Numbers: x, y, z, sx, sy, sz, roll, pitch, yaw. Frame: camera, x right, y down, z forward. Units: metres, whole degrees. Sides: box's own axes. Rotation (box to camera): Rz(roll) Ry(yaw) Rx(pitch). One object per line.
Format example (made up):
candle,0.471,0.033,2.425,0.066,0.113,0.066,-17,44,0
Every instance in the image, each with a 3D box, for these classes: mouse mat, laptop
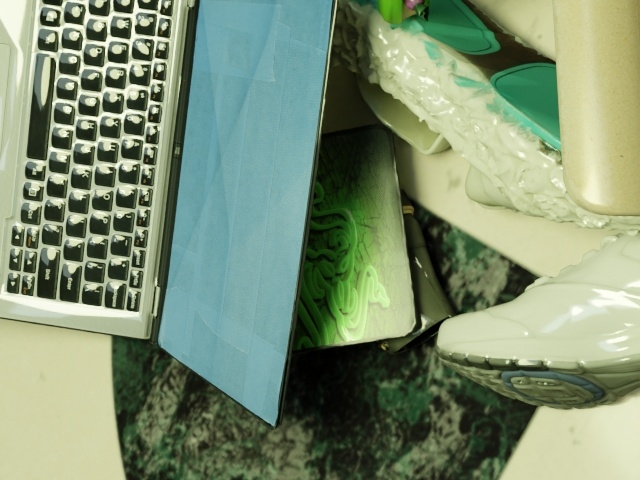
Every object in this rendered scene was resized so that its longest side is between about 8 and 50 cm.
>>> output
mouse mat,0.000,0.000,1.276,0.153,0.007,0.189,-10,79,14
laptop,-0.198,-0.077,1.291,0.408,0.236,0.381,9,100,3

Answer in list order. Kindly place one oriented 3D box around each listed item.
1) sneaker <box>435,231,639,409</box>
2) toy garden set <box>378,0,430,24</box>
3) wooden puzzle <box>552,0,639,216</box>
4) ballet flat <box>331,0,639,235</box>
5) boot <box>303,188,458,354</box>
sneaker,0.233,0.058,1.171,0.297,0.111,0.129,-9,63,25
toy garden set,0.162,-0.267,1.128,0.244,0.204,0.049,-26,65,-11
wooden puzzle,0.323,-0.166,1.069,0.080,0.348,0.322,149,121,-70
ballet flat,0.136,-0.111,1.241,0.409,0.147,0.147,44,105,30
boot,0.017,0.060,1.300,0.198,0.077,0.137,-33,73,23
